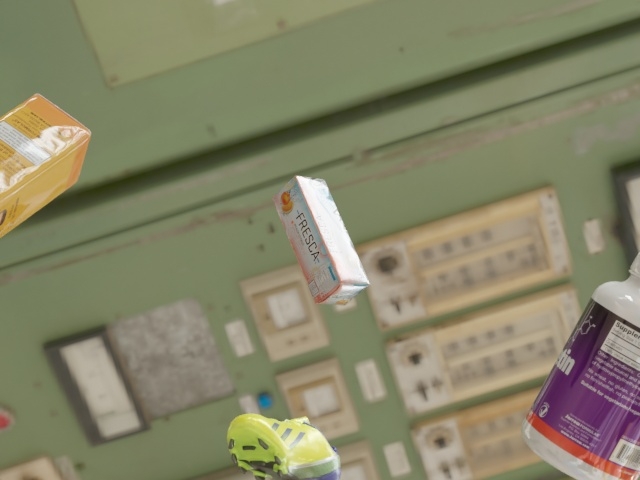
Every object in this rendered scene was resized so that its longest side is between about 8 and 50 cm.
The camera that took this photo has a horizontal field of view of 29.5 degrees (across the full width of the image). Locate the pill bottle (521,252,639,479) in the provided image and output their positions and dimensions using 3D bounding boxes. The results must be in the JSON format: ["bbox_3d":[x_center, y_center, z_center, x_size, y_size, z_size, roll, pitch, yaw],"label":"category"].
[{"bbox_3d":[0.435,0.187,1.747,0.323,0.181,0.181,-63,-177,7],"label":"pill bottle"}]

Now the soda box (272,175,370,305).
[{"bbox_3d":[0.000,0.000,1.699,0.063,0.058,0.183,6,53,-45],"label":"soda box"}]

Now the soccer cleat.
[{"bbox_3d":[-0.057,0.319,1.896,0.289,0.093,0.121,46,45,-48],"label":"soccer cleat"}]

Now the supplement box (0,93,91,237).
[{"bbox_3d":[-0.319,-0.044,1.130,0.233,0.080,0.078,-48,170,-45],"label":"supplement box"}]
